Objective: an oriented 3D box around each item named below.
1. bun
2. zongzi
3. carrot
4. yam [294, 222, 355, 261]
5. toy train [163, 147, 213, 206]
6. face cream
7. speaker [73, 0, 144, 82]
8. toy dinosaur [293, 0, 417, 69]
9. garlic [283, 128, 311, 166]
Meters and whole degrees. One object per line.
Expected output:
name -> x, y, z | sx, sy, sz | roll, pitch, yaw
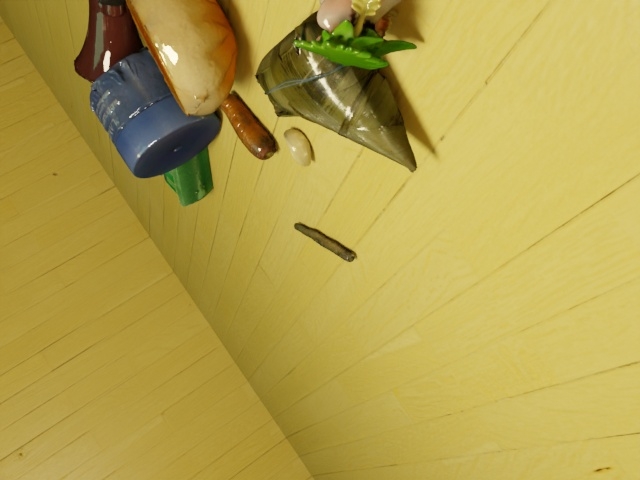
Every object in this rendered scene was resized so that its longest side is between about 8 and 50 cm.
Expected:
bun -> -0.252, -0.395, 1.469 | 0.299, 0.164, 0.299 | 61, 174, 11
zongzi -> 0.023, -0.206, 1.185 | 0.274, 0.125, 0.250 | 55, 159, -10
carrot -> -0.162, -0.248, 1.630 | 0.186, 0.060, 0.060 | 52, 159, 20
yam -> 0.001, 0.000, 1.654 | 0.234, 0.029, 0.027 | 30, 157, 52
toy train -> -0.398, -0.248, 2.081 | 0.202, 0.120, 0.301 | 45, 156, 22
face cream -> -0.400, -0.308, 1.808 | 0.225, 0.249, 0.249 | 56, 160, 9
speaker -> -0.503, -0.584, 1.847 | 0.259, 0.198, 0.330 | -84, 4, -53
toy dinosaur -> 0.053, -0.324, 0.993 | 0.194, 0.152, 0.177 | 19, 99, 46
garlic -> -0.046, -0.189, 1.479 | 0.083, 0.041, 0.053 | 58, 174, 21
